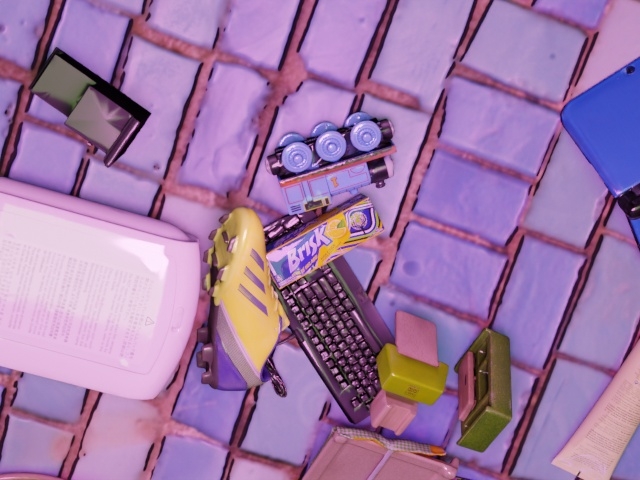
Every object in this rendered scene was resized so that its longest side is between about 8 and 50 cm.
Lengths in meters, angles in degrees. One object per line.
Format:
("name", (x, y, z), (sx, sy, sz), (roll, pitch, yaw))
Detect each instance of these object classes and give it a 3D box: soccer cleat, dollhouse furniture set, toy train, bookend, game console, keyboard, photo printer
("soccer cleat", (-0.097, 0.079, 1.466), (0.121, 0.093, 0.289), (0, 122, -17))
("dollhouse furniture set", (0.116, 0.252, 1.559), (0.197, 0.151, 0.302), (20, 129, -12))
("toy train", (0.019, -0.106, 1.493), (0.184, 0.080, 0.105), (-17, 111, -2))
("bookend", (-0.310, -0.176, 1.417), (0.156, 0.157, 0.072), (35, 97, -10))
("game console", (0.528, -0.135, 1.541), (0.293, 0.173, 0.250), (-32, 132, 4))
("keyboard", (-0.020, 0.128, 1.559), (0.201, 0.033, 0.317), (-32, 100, 3))
("photo printer", (-0.323, 0.073, 1.490), (0.307, 0.107, 0.256), (15, 100, -7))

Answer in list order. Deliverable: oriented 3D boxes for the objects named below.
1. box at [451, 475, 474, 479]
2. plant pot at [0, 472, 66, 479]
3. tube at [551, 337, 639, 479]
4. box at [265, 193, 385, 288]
("box", (0.200, 0.397, 1.613), (0.062, 0.052, 0.083), (14, 101, -6))
("plant pot", (-0.430, 0.493, 1.513), (0.262, 0.263, 0.229), (6, 117, -4))
("tube", (0.437, 0.250, 1.600), (0.070, 0.062, 0.240), (37, 106, 34))
("box", (0.000, 0.000, 1.498), (0.168, 0.059, 0.054), (-30, 102, -4))
